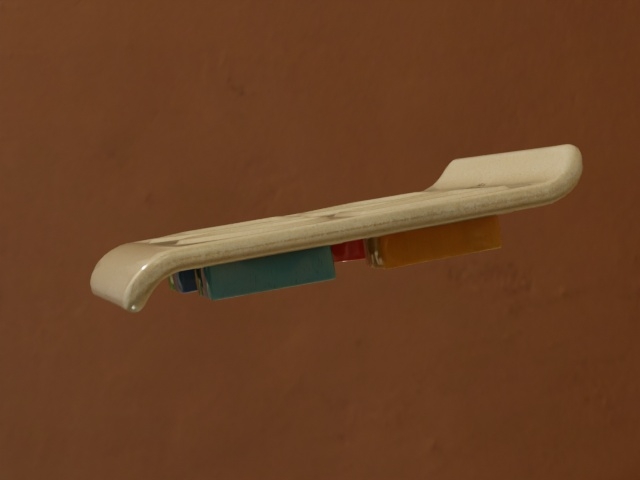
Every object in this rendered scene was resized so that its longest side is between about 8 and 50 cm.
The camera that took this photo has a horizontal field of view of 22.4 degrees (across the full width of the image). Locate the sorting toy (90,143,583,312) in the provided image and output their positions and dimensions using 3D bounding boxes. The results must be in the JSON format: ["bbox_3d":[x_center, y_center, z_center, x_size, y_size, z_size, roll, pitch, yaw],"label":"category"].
[{"bbox_3d":[0.000,0.000,0.761,0.208,0.193,0.038,-15,-86,-12],"label":"sorting toy"}]
